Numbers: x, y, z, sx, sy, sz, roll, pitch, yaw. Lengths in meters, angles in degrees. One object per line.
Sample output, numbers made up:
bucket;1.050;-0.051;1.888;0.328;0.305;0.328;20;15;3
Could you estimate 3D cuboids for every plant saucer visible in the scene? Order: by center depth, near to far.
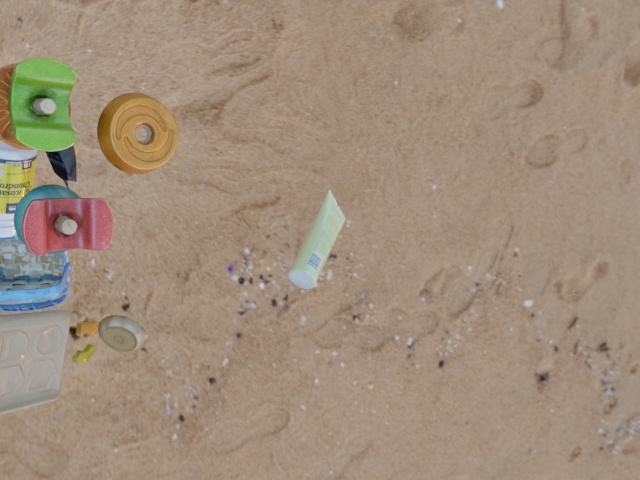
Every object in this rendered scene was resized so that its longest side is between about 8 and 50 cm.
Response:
plant saucer;-0.329;0.159;1.012;0.083;0.015;0.083;3;126;4

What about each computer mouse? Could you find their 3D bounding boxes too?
computer mouse;-0.454;-0.104;1.137;0.041;0.071;0.242;-36;135;-35

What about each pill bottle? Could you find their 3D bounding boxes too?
pill bottle;-0.601;-0.103;1.163;0.103;0.103;0.184;4;120;-28

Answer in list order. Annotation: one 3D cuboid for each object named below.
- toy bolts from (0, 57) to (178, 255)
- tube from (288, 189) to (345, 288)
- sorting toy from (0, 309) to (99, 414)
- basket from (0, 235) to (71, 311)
toy bolts;-0.314;-0.096;0.777;0.218;0.158;0.228;2;96;-40
tube;0.000;0.000;1.357;0.062;0.070;0.240;24;52;1
sorting toy;-0.684;0.286;1.508;0.307;0.041;0.229;3;95;-64
basket;-0.734;0.082;1.497;0.255;0.289;0.201;-2;105;-7
